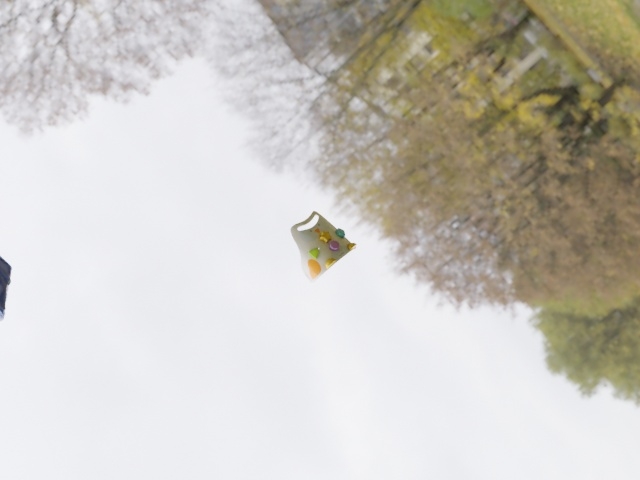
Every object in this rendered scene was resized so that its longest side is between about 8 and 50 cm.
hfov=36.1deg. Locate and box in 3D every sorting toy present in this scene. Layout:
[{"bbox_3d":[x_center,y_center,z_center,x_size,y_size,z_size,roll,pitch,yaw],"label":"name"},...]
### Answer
[{"bbox_3d":[0.000,0.000,1.297,0.083,0.045,0.075,-38,-96,-31],"label":"sorting toy"}]

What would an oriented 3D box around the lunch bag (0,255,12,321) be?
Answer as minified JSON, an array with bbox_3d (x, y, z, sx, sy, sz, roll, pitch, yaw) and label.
[{"bbox_3d":[-0.327,0.033,0.899,0.098,0.067,0.065,65,-160,-56],"label":"lunch bag"}]
